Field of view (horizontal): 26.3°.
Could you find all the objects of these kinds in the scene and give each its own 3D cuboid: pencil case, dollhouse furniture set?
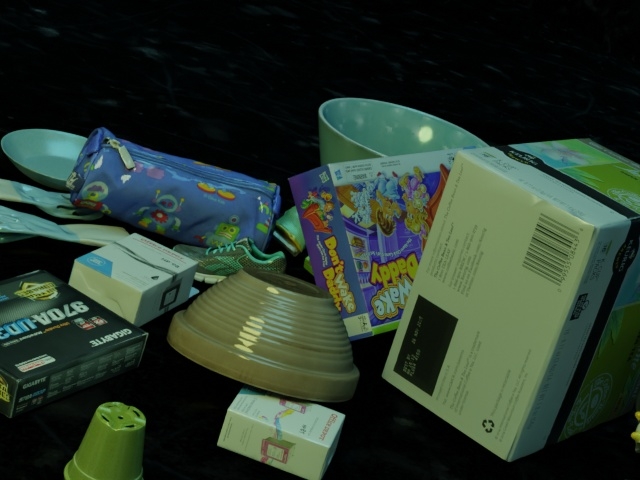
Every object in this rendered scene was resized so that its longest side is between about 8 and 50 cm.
[{"bbox_3d":[-0.203,-0.066,1.928,0.306,0.133,0.119,18,54,-14],"label":"pencil case"},{"bbox_3d":[0.000,0.000,1.999,0.152,0.058,0.076,40,54,9],"label":"dollhouse furniture set"}]

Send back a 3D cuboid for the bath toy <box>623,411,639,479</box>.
[{"bbox_3d":[0.438,0.194,1.650,0.129,0.151,0.348,12,48,17],"label":"bath toy"}]

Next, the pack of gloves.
[{"bbox_3d":[-0.386,-0.026,1.877,0.232,0.046,0.195,11,17,-33],"label":"pack of gloves"}]

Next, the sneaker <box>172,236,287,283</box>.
[{"bbox_3d":[-0.120,0.025,1.884,0.166,0.076,0.065,17,21,-1],"label":"sneaker"}]

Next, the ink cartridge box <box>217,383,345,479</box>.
[{"bbox_3d":[-0.042,0.212,1.532,0.122,0.052,0.088,21,21,6],"label":"ink cartridge box"}]

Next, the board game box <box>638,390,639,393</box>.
[{"bbox_3d":[0.516,0.252,1.886,0.126,0.026,0.186,14,22,-9],"label":"board game box"}]

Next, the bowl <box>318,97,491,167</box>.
[{"bbox_3d":[0.125,-0.102,2.251,0.311,0.163,0.311,15,22,-7],"label":"bowl"}]

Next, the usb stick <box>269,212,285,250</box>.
[{"bbox_3d":[-0.165,-0.056,2.085,0.278,0.045,0.077,23,31,13],"label":"usb stick"}]

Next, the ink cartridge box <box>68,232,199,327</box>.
[{"bbox_3d":[-0.233,0.046,1.770,0.104,0.060,0.180,24,23,17],"label":"ink cartridge box"}]

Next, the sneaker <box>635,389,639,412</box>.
[{"bbox_3d":[0.543,0.230,1.819,0.270,0.090,0.145,8,6,3],"label":"sneaker"}]

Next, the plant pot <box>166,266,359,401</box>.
[{"bbox_3d":[-0.056,0.100,1.638,0.237,0.109,0.237,17,6,-2],"label":"plant pot"}]

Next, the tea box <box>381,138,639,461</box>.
[{"bbox_3d":[0.295,0.064,1.764,0.220,0.329,0.323,32,27,33],"label":"tea box"}]

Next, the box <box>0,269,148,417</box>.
[{"bbox_3d":[-0.333,0.111,1.554,0.175,0.051,0.220,28,24,25],"label":"box"}]

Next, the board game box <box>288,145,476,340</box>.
[{"bbox_3d":[0.122,-0.001,1.926,0.078,0.233,0.347,-17,-4,40],"label":"board game box"}]

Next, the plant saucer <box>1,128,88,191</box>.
[{"bbox_3d":[-0.387,-0.113,2.064,0.195,0.037,0.195,15,23,-7],"label":"plant saucer"}]

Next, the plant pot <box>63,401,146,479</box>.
[{"bbox_3d":[-0.209,0.208,1.380,0.083,0.079,0.083,15,21,-6],"label":"plant pot"}]
